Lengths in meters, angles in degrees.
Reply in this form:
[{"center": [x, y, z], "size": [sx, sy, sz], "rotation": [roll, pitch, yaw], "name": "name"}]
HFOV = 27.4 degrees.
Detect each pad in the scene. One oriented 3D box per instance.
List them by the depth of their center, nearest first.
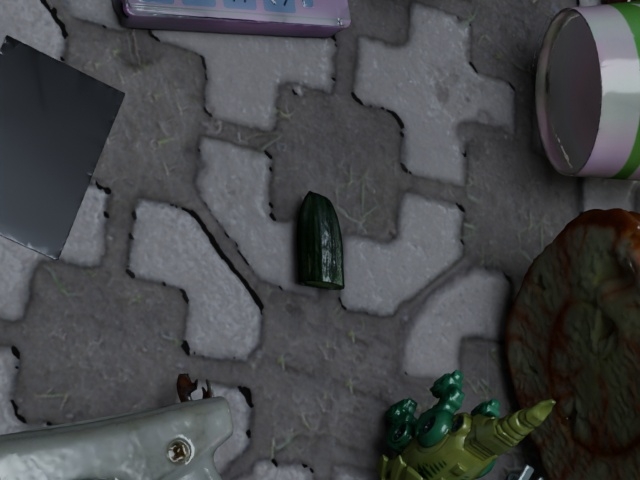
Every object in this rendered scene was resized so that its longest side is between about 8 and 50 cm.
[{"center": [-0.272, -0.089, 1.235], "size": [0.127, 0.004, 0.190], "rotation": [26, 64, -19], "name": "pad"}]

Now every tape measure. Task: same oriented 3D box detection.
[{"center": [-0.189, 0.257, 1.103], "size": [0.258, 0.130, 0.265], "rotation": [-7, 79, -32], "name": "tape measure"}]

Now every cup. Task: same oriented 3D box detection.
[{"center": [0.399, -0.167, 1.477], "size": [0.274, 0.253, 0.253], "rotation": [-4, 76, -11], "name": "cup"}]

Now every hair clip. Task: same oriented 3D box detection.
[{"center": [0.184, 0.284, 1.357], "size": [0.030, 0.039, 0.115], "rotation": [44, 71, 0], "name": "hair clip"}]

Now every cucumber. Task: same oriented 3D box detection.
[{"center": [0.000, 0.000, 1.331], "size": [0.048, 0.048, 0.105], "rotation": [6, 70, -27], "name": "cucumber"}]

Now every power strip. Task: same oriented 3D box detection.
[{"center": [-0.094, -0.271, 1.365], "size": [0.279, 0.037, 0.109], "rotation": [-1, 75, -29], "name": "power strip"}]

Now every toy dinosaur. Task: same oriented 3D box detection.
[{"center": [0.130, 0.192, 1.242], "size": [0.094, 0.259, 0.153], "rotation": [34, 35, -18], "name": "toy dinosaur"}]

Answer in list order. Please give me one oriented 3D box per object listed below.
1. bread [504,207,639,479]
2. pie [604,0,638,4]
[{"center": [0.313, 0.137, 1.308], "size": [0.114, 0.295, 0.328], "rotation": [-2, 51, -30], "name": "bread"}, {"center": [0.447, -0.286, 1.655], "size": [0.204, 0.054, 0.219], "rotation": [-25, 90, -32], "name": "pie"}]
